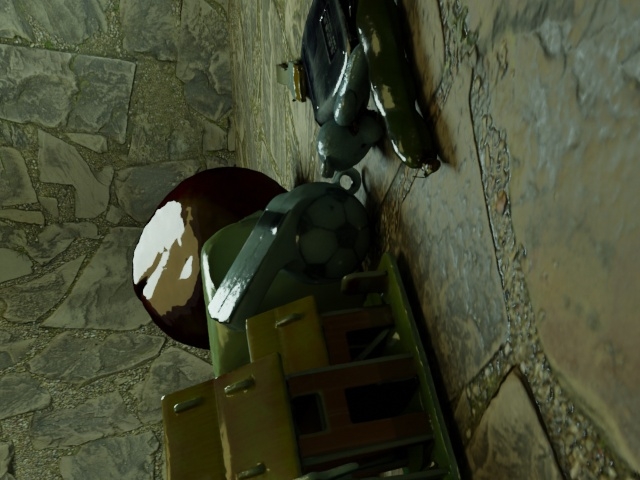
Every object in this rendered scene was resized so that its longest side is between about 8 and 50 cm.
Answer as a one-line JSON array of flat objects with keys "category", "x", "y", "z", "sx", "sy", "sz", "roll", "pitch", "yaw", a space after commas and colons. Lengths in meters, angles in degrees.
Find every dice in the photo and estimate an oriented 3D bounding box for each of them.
[{"category": "dice", "x": -0.065, "y": 0.118, "z": 1.176, "sx": 0.254, "sy": 0.252, "sz": 0.249, "roll": 96, "pitch": 162, "yaw": -47}]

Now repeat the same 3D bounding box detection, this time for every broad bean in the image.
[{"category": "broad bean", "x": 0.077, "y": -0.174, "z": 0.746, "sx": 0.065, "sy": 0.047, "sz": 0.254, "roll": 122, "pitch": 138, "yaw": -64}]

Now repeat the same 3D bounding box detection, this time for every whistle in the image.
[{"category": "whistle", "x": -0.020, "y": 0.020, "z": 1.002, "sx": 0.289, "sy": 0.164, "sz": 0.163, "roll": -61, "pitch": 7, "yaw": -8}]

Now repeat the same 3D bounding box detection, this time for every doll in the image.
[{"category": "doll", "x": 0.051, "y": -0.162, "z": 0.879, "sx": 0.120, "sy": 0.075, "sz": 0.179, "roll": -47, "pitch": -15, "yaw": -53}]

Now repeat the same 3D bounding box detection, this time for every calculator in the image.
[{"category": "calculator", "x": 0.016, "y": -0.278, "z": 1.038, "sx": 0.268, "sy": 0.040, "sz": 0.177, "roll": 127, "pitch": 132, "yaw": -69}]

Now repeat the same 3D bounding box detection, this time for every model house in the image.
[{"category": "model house", "x": -0.027, "y": 0.174, "z": 0.805, "sx": 0.340, "sy": 0.324, "sz": 0.300, "roll": 100, "pitch": 159, "yaw": -60}]

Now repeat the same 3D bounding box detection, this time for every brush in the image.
[{"category": "brush", "x": -0.065, "y": -0.343, "z": 1.466, "sx": 0.336, "sy": 0.020, "sz": 0.085, "roll": -123, "pitch": 26, "yaw": -69}]

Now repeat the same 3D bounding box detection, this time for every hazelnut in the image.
[{"category": "hazelnut", "x": -0.209, "y": 0.049, "z": 1.583, "sx": 0.429, "sy": 0.402, "sz": 0.402, "roll": -62, "pitch": 22, "yaw": 14}]

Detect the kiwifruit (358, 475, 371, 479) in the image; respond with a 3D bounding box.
[{"category": "kiwifruit", "x": -0.005, "y": 0.427, "z": 1.264, "sx": 0.234, "sy": 0.196, "sz": 0.195, "roll": 100, "pitch": 161, "yaw": -78}]
